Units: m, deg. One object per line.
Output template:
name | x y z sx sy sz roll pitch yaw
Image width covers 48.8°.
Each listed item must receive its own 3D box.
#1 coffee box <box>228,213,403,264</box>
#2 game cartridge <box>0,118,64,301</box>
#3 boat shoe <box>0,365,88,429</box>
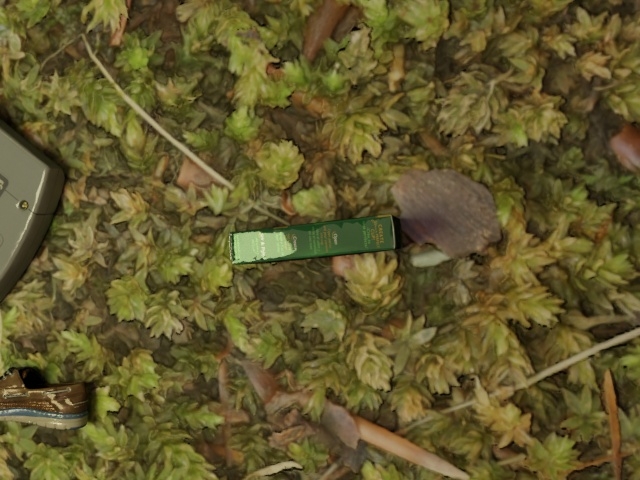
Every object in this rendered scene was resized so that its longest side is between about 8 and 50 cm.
coffee box | 0.000 0.000 0.813 0.184 0.113 0.041 -6 88 12
game cartridge | -0.475 -0.017 0.933 0.198 0.062 0.297 37 98 3
boat shoe | -0.390 0.199 0.922 0.183 0.066 0.066 7 88 1
